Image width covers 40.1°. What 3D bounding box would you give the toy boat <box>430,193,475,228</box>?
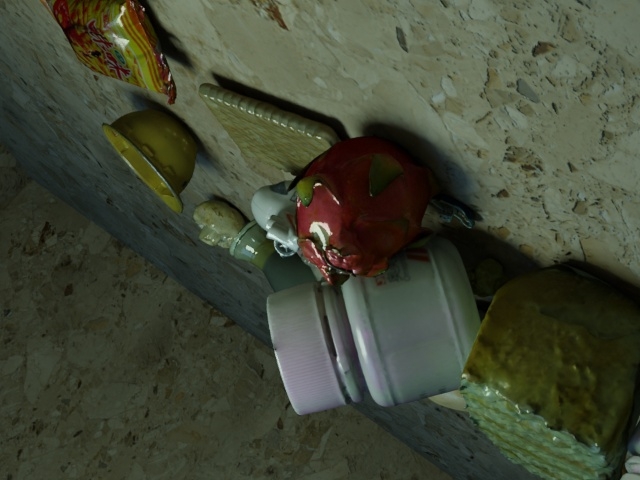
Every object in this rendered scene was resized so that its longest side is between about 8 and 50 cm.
[{"bbox_3d":[0.204,-0.044,1.371,0.083,0.038,0.038,34,164,9],"label":"toy boat"}]

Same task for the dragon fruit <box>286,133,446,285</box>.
[{"bbox_3d":[0.058,-0.045,1.334,0.224,0.227,0.224,38,155,22],"label":"dragon fruit"}]

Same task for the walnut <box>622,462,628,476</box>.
[{"bbox_3d":[0.631,0.543,1.925,0.180,0.144,0.144,18,155,42],"label":"walnut"}]

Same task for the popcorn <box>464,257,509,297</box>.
[{"bbox_3d":[0.275,0.059,1.467,0.060,0.068,0.083,-3,-158,-45],"label":"popcorn"}]

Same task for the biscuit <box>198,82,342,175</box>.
[{"bbox_3d":[-0.062,-0.176,1.558,0.325,0.044,0.217,24,161,36],"label":"biscuit"}]

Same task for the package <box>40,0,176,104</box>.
[{"bbox_3d":[-0.380,-0.378,1.586,0.288,0.108,0.223,21,153,27],"label":"package"}]

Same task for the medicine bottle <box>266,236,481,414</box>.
[{"bbox_3d":[0.093,0.148,1.451,0.256,0.325,0.256,-15,-90,-85],"label":"medicine bottle"}]

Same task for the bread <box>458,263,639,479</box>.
[{"bbox_3d":[0.378,0.211,1.331,0.239,0.264,0.395,19,161,28],"label":"bread"}]

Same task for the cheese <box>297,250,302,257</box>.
[{"bbox_3d":[0.000,0.000,1.871,0.189,0.074,0.286,29,159,25],"label":"cheese"}]

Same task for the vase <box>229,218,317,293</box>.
[{"bbox_3d":[-0.066,0.086,2.116,0.321,0.173,0.173,38,165,18],"label":"vase"}]

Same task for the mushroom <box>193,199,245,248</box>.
[{"bbox_3d":[-0.261,-0.041,2.252,0.148,0.112,0.148,26,164,8],"label":"mushroom"}]

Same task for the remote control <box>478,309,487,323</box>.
[{"bbox_3d":[0.353,0.240,1.721,0.221,0.103,0.332,33,165,37],"label":"remote control"}]

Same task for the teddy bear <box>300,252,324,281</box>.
[{"bbox_3d":[0.099,0.071,1.697,0.236,0.151,0.267,12,-158,-42],"label":"teddy bear"}]

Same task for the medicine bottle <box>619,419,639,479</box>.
[{"bbox_3d":[0.496,0.263,1.129,0.170,0.293,0.170,36,165,11],"label":"medicine bottle"}]

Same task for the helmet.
[{"bbox_3d":[-0.350,-0.200,1.941,0.257,0.140,0.205,45,165,-5],"label":"helmet"}]

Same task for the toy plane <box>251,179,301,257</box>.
[{"bbox_3d":[-0.006,-0.032,1.573,0.252,0.118,0.252,17,-157,-7],"label":"toy plane"}]

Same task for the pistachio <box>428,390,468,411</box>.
[{"bbox_3d":[0.305,0.296,1.941,0.230,0.157,0.157,26,161,18],"label":"pistachio"}]
